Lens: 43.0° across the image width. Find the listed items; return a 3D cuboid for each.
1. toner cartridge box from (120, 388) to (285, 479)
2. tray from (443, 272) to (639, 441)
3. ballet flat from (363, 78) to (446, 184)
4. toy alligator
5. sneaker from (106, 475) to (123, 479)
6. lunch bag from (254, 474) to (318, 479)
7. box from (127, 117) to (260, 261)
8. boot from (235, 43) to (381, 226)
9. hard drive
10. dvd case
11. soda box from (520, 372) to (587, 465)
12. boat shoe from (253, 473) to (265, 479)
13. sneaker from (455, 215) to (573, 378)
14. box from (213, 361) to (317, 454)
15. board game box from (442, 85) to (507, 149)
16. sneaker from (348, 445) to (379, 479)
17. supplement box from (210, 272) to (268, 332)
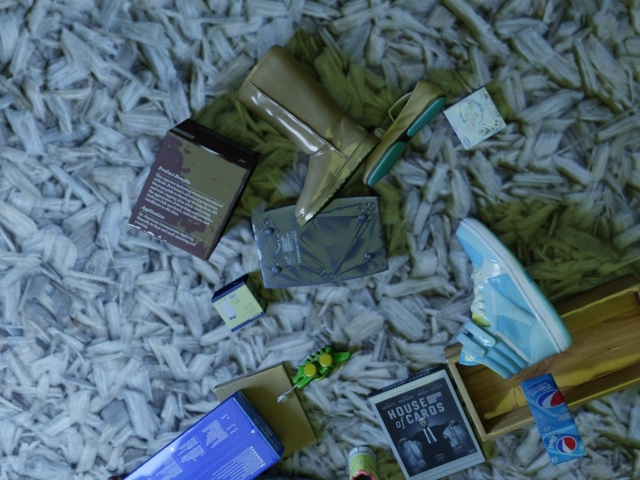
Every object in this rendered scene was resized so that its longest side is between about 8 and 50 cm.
[{"bbox_3d":[-0.261,0.487,1.717,0.348,0.075,0.165,-37,89,6],"label":"toner cartridge box"},{"bbox_3d":[0.484,0.241,1.666,0.411,0.076,0.202,-23,104,10],"label":"tray"},{"bbox_3d":[0.147,-0.211,1.564,0.073,0.080,0.232,45,102,19],"label":"ballet flat"},{"bbox_3d":[-0.022,0.272,1.712,0.190,0.056,0.051,-34,61,9],"label":"toy alligator"},{"bbox_3d":[-0.384,0.559,1.811,0.186,0.069,0.083,32,87,-6],"label":"sneaker"},{"bbox_3d":[-0.026,0.612,1.670,0.243,0.303,0.114,14,106,-17],"label":"lunch bag"},{"bbox_3d":[-0.238,-0.099,1.555,0.169,0.167,0.203,27,105,-4],"label":"box"},{"bbox_3d":[-0.053,-0.195,1.542,0.269,0.089,0.236,41,98,4],"label":"boot"},{"bbox_3d":[0.000,0.000,1.630,0.255,0.054,0.171,-9,106,5],"label":"hard drive"},{"bbox_3d":[0.230,0.403,1.748,0.179,0.029,0.238,-23,104,9],"label":"dvd case"},{"bbox_3d":[0.441,0.336,1.548,0.067,0.210,0.071,-21,104,9],"label":"soda box"},{"bbox_3d":[-0.179,0.556,1.802,0.137,0.049,0.043,-41,97,10],"label":"boat shoe"},{"bbox_3d":[0.315,0.125,1.575,0.208,0.127,0.319,-36,78,6],"label":"sneaker"},{"bbox_3d":[-0.117,0.378,1.762,0.165,0.021,0.201,-21,103,8],"label":"box"},{"bbox_3d":[0.297,-0.236,1.565,0.090,0.020,0.090,-30,103,10],"label":"board game box"},{"bbox_3d":[0.098,0.559,1.765,0.082,0.094,0.208,-12,106,5],"label":"sneaker"},{"bbox_3d":[-0.166,0.129,1.674,0.083,0.056,0.083,-30,102,11],"label":"supplement box"}]
